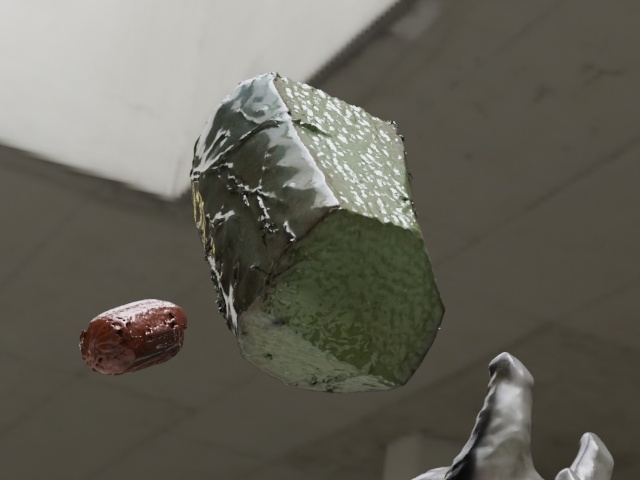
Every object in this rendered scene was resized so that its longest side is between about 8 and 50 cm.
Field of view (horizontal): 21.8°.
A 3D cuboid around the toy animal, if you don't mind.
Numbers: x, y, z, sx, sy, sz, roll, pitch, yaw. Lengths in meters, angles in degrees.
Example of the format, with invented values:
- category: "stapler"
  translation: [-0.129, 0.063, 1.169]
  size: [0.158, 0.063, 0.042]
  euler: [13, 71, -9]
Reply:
- category: "toy animal"
  translation: [0.116, 0.284, 1.374]
  size: [0.303, 0.344, 0.194]
  euler: [-40, -73, 8]

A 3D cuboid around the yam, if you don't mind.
- category: "yam"
  translation: [-0.005, 0.003, 1.426]
  size: [0.202, 0.271, 0.201]
  euler: [21, -73, -26]

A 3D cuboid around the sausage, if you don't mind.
- category: "sausage"
  translation: [-0.201, 0.103, 1.789]
  size: [0.076, 0.076, 0.141]
  euler: [-12, 4, 35]
